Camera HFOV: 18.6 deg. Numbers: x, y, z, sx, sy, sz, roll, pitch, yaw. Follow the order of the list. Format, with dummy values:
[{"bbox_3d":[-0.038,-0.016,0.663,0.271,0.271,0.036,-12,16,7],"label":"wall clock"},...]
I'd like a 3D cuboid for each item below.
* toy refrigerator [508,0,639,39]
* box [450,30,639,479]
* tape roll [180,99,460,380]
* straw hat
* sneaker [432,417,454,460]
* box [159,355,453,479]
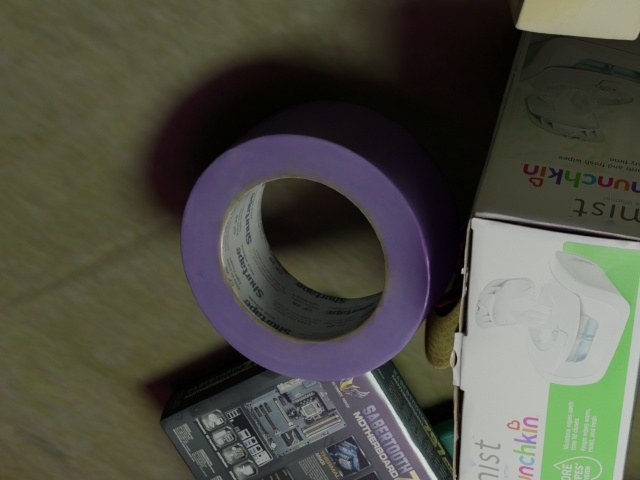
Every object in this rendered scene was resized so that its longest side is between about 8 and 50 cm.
[{"bbox_3d":[0.181,-0.263,1.215,0.094,0.102,0.269,4,134,-11],"label":"toy refrigerator"},{"bbox_3d":[0.173,0.019,1.374,0.127,0.231,0.262,9,131,10],"label":"box"},{"bbox_3d":[0.000,0.000,1.403,0.189,0.080,0.189,8,113,18],"label":"tape roll"},{"bbox_3d":[0.091,0.022,1.507,0.061,0.144,0.144,23,141,25],"label":"straw hat"},{"bbox_3d":[0.187,0.256,1.720,0.121,0.108,0.302,-24,131,21],"label":"sneaker"},{"bbox_3d":[0.006,0.192,1.607,0.183,0.059,0.232,-27,107,19],"label":"box"}]
